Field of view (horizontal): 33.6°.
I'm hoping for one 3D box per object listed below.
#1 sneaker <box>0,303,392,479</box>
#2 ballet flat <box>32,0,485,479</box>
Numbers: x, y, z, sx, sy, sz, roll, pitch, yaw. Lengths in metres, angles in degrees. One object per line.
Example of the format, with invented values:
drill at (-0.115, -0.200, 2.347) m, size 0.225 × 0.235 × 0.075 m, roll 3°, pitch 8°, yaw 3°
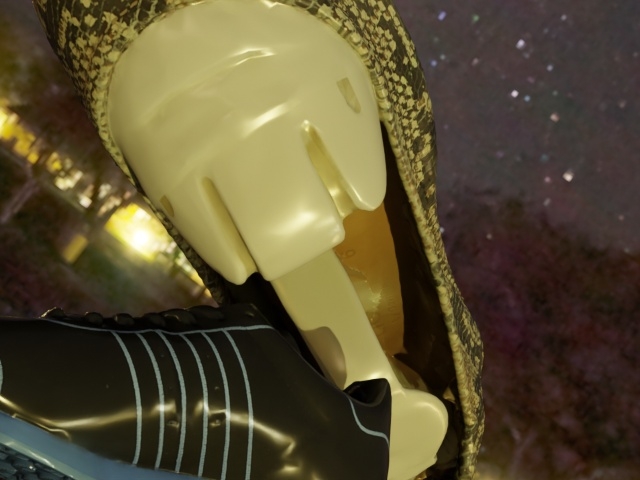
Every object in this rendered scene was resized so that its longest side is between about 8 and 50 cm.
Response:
sneaker at (-0.068, 0.059, 0.411) m, size 0.232 × 0.090 × 0.081 m, roll 30°, pitch -27°, yaw -31°
ballet flat at (0.000, 0.000, 0.557) m, size 0.182 × 0.164 × 0.483 m, roll -103°, pitch 169°, yaw -48°
